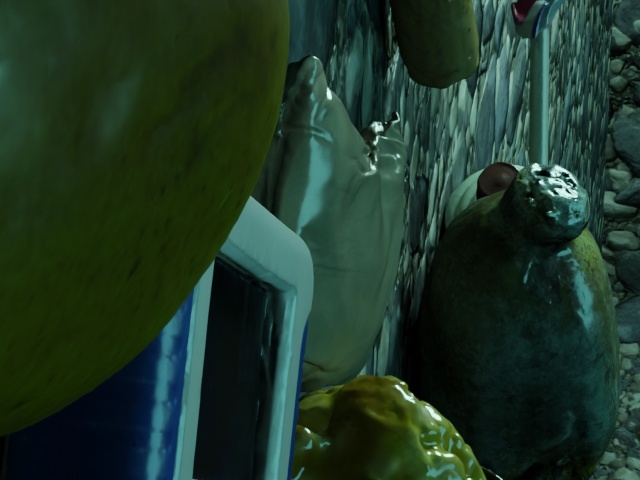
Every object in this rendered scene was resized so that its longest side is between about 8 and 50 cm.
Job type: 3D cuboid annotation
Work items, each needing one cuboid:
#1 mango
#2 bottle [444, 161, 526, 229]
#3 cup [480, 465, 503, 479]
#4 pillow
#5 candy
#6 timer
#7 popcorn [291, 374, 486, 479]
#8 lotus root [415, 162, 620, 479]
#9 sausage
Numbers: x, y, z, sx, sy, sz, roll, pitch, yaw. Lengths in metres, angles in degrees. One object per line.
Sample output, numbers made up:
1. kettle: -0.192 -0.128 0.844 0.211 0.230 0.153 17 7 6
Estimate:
1. mango: -0.094 -0.027 0.460 0.262 0.130 0.167 -34 134 -67
2. bottle: 0.166 0.007 1.752 0.245 0.104 0.104 73 26 -61
3. cup: 0.060 0.238 1.375 0.166 0.239 0.177 -33 138 -18
4. pillow: 0.000 0.000 1.058 0.270 0.067 0.173 7 94 -78
5. candy: 0.178 -0.195 1.620 0.124 0.124 0.365 -26 118 -76
6. timer: -0.063 0.066 0.766 0.253 0.078 0.178 44 51 -76
7. popcorn: 0.014 0.155 1.016 0.180 0.170 0.180 -3 95 -33
8. lotus root: 0.162 0.078 1.612 0.175 0.175 0.350 -69 160 -51
9. sausage: 0.070 -0.212 1.285 0.301 0.065 0.066 83 17 -49
